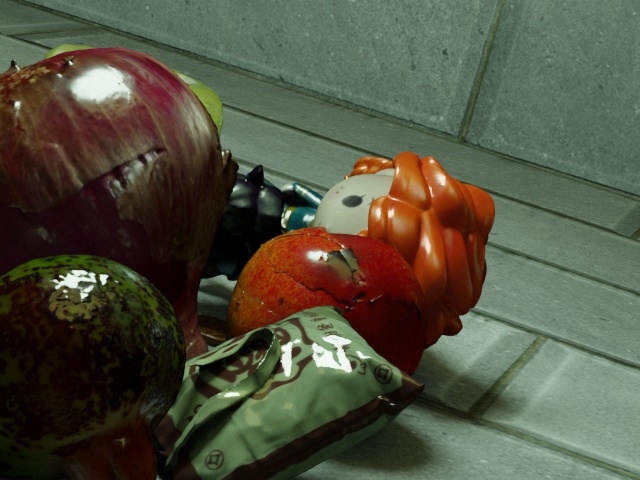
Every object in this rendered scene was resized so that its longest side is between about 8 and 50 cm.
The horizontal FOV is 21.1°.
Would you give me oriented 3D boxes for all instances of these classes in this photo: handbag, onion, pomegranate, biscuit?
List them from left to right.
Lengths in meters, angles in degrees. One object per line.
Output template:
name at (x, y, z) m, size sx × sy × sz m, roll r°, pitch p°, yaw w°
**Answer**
pomegranate at (-0.199, 0.134, 1.421) m, size 0.214 × 0.214 × 0.247 m, roll -1°, pitch 55°, yaw -49°
onion at (-0.224, 0.004, 1.738) m, size 0.385 × 0.348 × 0.348 m, roll 58°, pitch 24°, yaw 8°
biscuit at (-0.130, 0.098, 1.963) m, size 0.091 × 0.015 × 0.078 m, roll 19°, pitch 14°, yaw 14°
handbag at (-0.047, 0.140, 1.538) m, size 0.235 × 0.127 × 0.213 m, roll -22°, pitch 28°, yaw -14°
pomegranate at (0.000, 0.084, 1.773) m, size 0.210 × 0.210 × 0.235 m, roll 6°, pitch 11°, yaw -34°

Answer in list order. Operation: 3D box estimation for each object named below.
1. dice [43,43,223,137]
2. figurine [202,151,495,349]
dice at (-0.265, -0.111, 2.216) m, size 0.238 × 0.226 × 0.233 m, roll 14°, pitch 15°, yaw -11°
figurine at (-0.010, -0.004, 1.992) m, size 0.412 × 0.241 × 0.306 m, roll 14°, pitch -21°, yaw 5°
